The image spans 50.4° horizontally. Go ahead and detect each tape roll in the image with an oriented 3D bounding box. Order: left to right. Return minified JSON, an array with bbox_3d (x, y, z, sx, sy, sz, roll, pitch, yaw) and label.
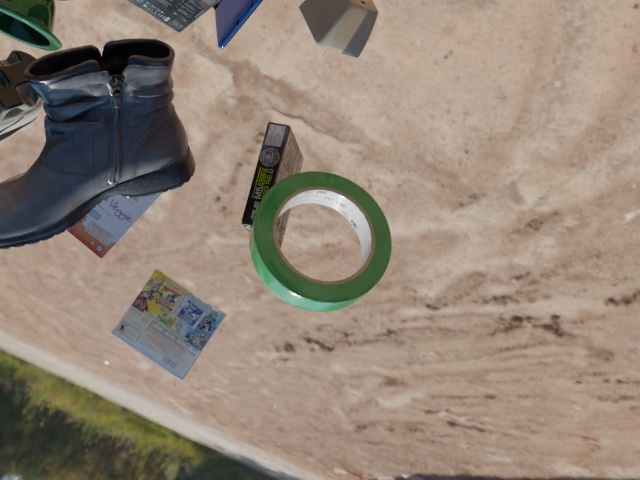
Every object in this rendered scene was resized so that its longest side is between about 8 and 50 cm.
[{"bbox_3d":[0.000,0.000,1.553,0.321,0.321,0.077,24,153,-6],"label":"tape roll"}]

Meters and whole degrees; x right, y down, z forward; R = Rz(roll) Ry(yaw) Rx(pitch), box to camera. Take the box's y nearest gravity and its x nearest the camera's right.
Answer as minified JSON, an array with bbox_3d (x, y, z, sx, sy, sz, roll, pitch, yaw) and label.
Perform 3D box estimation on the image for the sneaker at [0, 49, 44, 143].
[{"bbox_3d":[-0.532,-0.144,0.915,0.122,0.330,0.146,60,148,12],"label":"sneaker"}]

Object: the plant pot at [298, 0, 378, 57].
[{"bbox_3d":[0.043,-0.424,1.269,0.109,0.109,0.096,3,144,-41],"label":"plant pot"}]

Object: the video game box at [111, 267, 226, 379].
[{"bbox_3d":[-0.359,0.199,1.623,0.205,0.187,0.048,34,171,2],"label":"video game box"}]

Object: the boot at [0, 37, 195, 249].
[{"bbox_3d":[-0.337,-0.134,0.877,0.118,0.338,0.223,53,160,35],"label":"boot"}]

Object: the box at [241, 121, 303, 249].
[{"bbox_3d":[-0.117,-0.132,1.727,0.060,0.270,0.216,11,167,11],"label":"box"}]

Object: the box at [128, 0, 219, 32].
[{"bbox_3d":[-0.261,-0.488,1.228,0.183,0.059,0.232,-31,166,18],"label":"box"}]

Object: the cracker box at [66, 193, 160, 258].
[{"bbox_3d":[-0.360,-0.107,1.177,0.155,0.232,0.067,43,173,-16],"label":"cracker box"}]

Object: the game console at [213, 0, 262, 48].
[{"bbox_3d":[-0.152,-0.670,1.817,0.293,0.250,0.173,-35,83,40],"label":"game console"}]

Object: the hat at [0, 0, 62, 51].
[{"bbox_3d":[-0.495,-0.447,1.178,0.173,0.184,0.208,16,173,33],"label":"hat"}]
